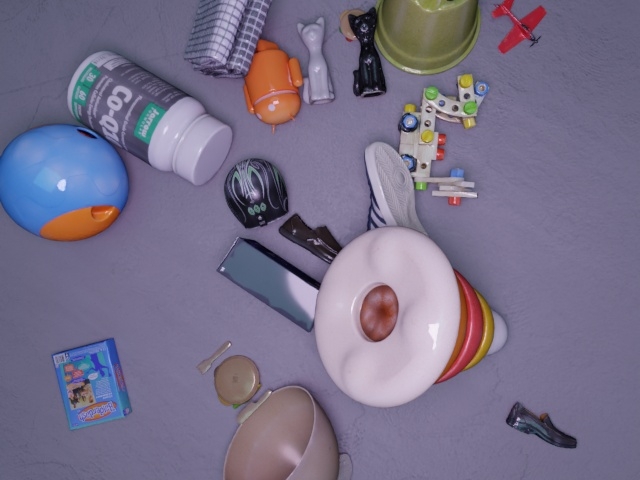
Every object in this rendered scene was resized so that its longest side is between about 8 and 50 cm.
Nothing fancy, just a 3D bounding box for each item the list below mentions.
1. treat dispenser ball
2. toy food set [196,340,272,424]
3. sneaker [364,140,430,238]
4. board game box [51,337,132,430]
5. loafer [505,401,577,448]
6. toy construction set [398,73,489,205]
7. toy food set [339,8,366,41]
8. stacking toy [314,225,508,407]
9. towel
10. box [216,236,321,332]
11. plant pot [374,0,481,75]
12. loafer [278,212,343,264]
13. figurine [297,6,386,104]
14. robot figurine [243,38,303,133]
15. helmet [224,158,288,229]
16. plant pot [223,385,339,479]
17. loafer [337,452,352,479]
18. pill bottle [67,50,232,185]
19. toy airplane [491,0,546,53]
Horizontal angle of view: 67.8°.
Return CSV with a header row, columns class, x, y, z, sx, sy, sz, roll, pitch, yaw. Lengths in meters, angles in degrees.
class,x,y,z,sx,sy,sz,roll,pitch,yaw
treat dispenser ball,-0.625,-0.141,1.170,0.288,0.288,0.288,0,89,5
toy food set,-0.222,0.369,1.255,0.132,0.038,0.192,-42,72,-4
sneaker,0.154,-0.059,1.152,0.148,0.131,0.349,-10,103,49
board game box,-0.615,0.386,1.283,0.160,0.047,0.210,-15,88,4
loafer,0.549,0.456,1.169,0.170,0.062,0.061,21,87,4
toy construction set,0.297,-0.240,1.165,0.215,0.151,0.327,5,79,5
toy food set,0.090,-0.561,1.242,0.083,0.020,0.082,1,90,5
stacking toy,0.255,0.187,1.051,0.351,0.480,0.350,-20,62,43
towel,-0.222,-0.519,1.158,0.121,0.284,0.234,15,98,-32
box,-0.101,0.103,1.170,0.261,0.184,0.103,33,93,4
plant pot,0.260,-0.566,1.110,0.276,0.254,0.275,0,89,6
loafer,0.000,0.000,1.213,0.220,0.080,0.078,29,93,5
figurine,0.049,-0.462,1.196,0.215,0.092,0.209,-6,97,6
robot figurine,-0.122,-0.391,1.205,0.158,0.128,0.219,-16,88,-1
helmet,-0.164,-0.124,1.199,0.170,0.169,0.161,-19,105,5
plant pot,-0.064,0.524,1.143,0.284,0.284,0.191,-42,115,4
loafer,0.056,0.609,1.223,0.045,0.039,0.125,-3,86,-29
pill bottle,-0.417,-0.300,1.194,0.361,0.204,0.204,30,92,5
toy airplane,0.495,-0.552,1.200,0.151,0.028,0.151,0,90,6
